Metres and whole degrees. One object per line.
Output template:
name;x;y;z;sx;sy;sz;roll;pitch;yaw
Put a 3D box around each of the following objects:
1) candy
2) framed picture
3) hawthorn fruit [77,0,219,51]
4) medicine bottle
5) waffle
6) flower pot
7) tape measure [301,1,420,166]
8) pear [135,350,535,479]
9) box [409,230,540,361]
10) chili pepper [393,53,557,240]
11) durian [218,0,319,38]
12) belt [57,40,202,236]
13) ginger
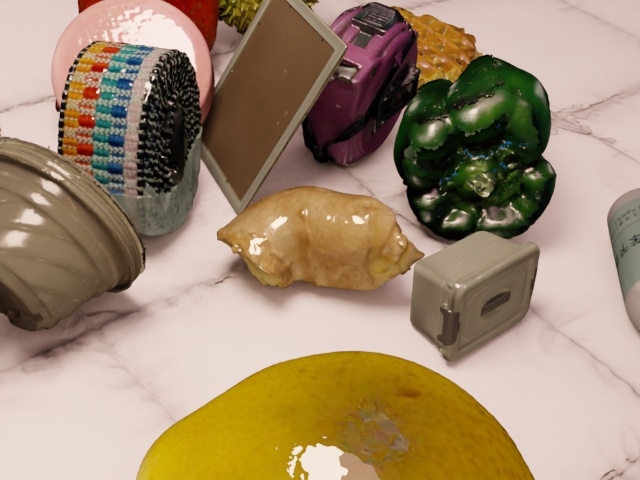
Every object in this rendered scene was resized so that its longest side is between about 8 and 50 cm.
candy;-0.292;-0.249;1.209;0.255;0.094;0.256;1;82;-4
framed picture;-0.086;-0.214;1.169;0.019;0.296;0.232;14;30;-41
hawthorn fruit;-0.295;-0.438;1.357;0.253;0.300;0.254;4;38;-3
medicine bottle;0.464;0.067;1.059;0.110;0.110;0.352;11;40;2
waffle;0.174;-0.387;1.579;0.324;0.068;0.302;12;39;5
flower pot;-0.329;0.010;0.893;0.235;0.236;0.141;25;56;17
tape measure;0.061;-0.242;1.259;0.149;0.232;0.245;25;59;18
pear;0.024;0.223;0.719;0.386;0.191;0.340;1;40;-11
box;0.191;0.062;1.010;0.172;0.124;0.092;-22;38;-35
chili pepper;0.229;-0.145;1.176;0.233;0.249;0.257;1;29;9
durian;-0.114;-0.517;1.512;0.224;0.291;0.291;-24;34;21
belt;-0.247;-0.129;1.044;0.149;0.258;0.207;9;19;12
ginger;0.000;0.000;1.030;0.267;0.138;0.152;-4;51;5
